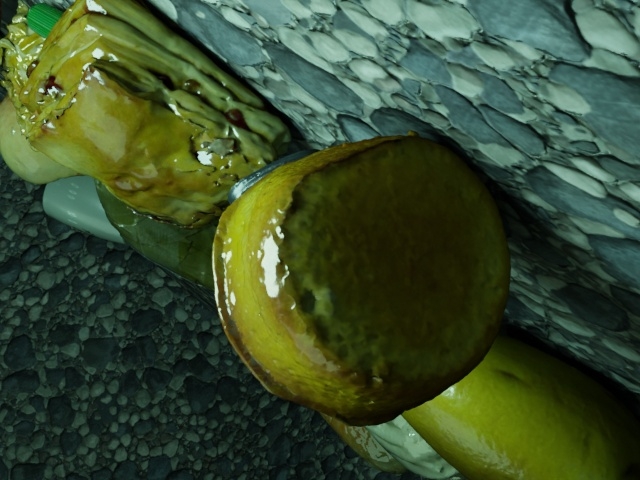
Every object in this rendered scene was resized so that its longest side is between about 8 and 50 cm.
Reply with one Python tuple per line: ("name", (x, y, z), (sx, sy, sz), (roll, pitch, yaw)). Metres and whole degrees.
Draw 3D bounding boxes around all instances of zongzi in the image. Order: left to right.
("zongzi", (-0.265, -0.011, 1.787), (0.356, 0.174, 0.393), (34, 178, 0))

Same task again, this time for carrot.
("carrot", (0.120, 0.399, 2.184), (0.341, 0.224, 0.224), (36, 168, 20))

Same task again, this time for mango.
("mango", (0.265, 0.247, 1.274), (0.445, 0.220, 0.301), (37, 175, 5))

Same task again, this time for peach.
("peach", (-0.495, -0.223, 1.679), (0.233, 0.232, 0.232), (35, 167, 9))

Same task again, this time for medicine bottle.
("medicine bottle", (-0.331, -0.282, 1.328), (0.261, 0.064, 0.095), (32, 161, 24))

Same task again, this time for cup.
("cup", (-0.564, -0.104, 2.400), (0.234, 0.186, 0.258), (26, -165, 11))

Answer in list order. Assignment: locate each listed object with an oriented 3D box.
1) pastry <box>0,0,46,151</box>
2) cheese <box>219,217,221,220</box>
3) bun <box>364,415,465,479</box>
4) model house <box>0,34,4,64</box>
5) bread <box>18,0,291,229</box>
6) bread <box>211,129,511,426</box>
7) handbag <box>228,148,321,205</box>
("pastry", (-0.462, -0.259, 1.481), (0.102, 0.154, 0.249), (-109, 7, -47))
("cheese", (-0.077, 0.007, 1.667), (0.227, 0.064, 0.137), (28, 180, -26))
("bun", (0.177, 0.278, 1.571), (0.360, 0.211, 0.360), (39, 176, 3))
("model house", (-0.773, -0.429, 1.805), (0.234, 0.175, 0.193), (43, 171, 22))
("bread", (-0.238, -0.147, 1.179), (0.324, 0.167, 0.277), (41, 144, -17))
("bread", (0.049, 0.036, 0.914), (0.312, 0.312, 0.172), (39, 156, -9))
("handbag", (0.000, 0.000, 1.145), (0.181, 0.181, 0.254), (64, -176, 24))
